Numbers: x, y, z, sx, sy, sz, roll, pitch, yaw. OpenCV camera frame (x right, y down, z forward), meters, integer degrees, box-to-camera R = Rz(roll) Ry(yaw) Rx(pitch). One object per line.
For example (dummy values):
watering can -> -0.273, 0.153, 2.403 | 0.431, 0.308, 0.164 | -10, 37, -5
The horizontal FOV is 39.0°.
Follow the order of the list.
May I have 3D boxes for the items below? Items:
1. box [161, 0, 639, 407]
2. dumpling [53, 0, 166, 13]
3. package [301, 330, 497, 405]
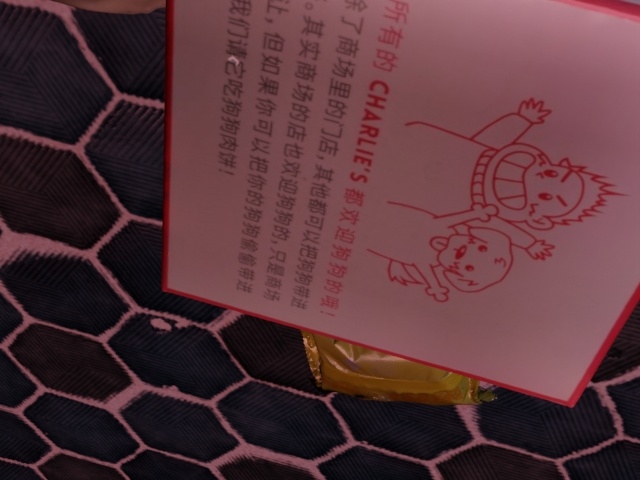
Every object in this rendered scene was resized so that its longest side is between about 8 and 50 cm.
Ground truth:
box -> 0.082, -0.123, 0.601 | 0.312, 0.300, 0.314 | 16, 137, 4
dumpling -> -0.201, -0.265, 0.686 | 0.250, 0.132, 0.162 | 32, 144, 12
package -> 0.079, 0.123, 1.000 | 0.226, 0.090, 0.168 | 4, 138, 19
